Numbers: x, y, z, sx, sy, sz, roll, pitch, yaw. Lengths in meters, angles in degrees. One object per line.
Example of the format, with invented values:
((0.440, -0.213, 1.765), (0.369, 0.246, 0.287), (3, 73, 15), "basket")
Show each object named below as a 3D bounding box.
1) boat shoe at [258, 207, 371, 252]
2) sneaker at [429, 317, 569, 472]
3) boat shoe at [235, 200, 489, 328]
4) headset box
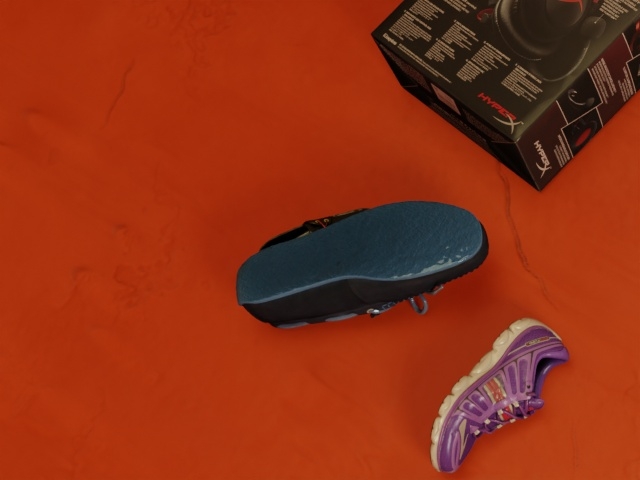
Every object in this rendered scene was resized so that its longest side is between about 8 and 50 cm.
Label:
((0.001, 0.001, 1.629), (0.133, 0.042, 0.049), (-24, 55, 8), "boat shoe")
((0.164, 0.147, 1.471), (0.071, 0.068, 0.170), (36, 81, 27), "sneaker")
((0.046, 0.025, 1.573), (0.258, 0.089, 0.109), (-9, 55, 23), "boat shoe")
((0.234, -0.230, 1.611), (0.293, 0.110, 0.218), (-46, 57, -5), "headset box")
